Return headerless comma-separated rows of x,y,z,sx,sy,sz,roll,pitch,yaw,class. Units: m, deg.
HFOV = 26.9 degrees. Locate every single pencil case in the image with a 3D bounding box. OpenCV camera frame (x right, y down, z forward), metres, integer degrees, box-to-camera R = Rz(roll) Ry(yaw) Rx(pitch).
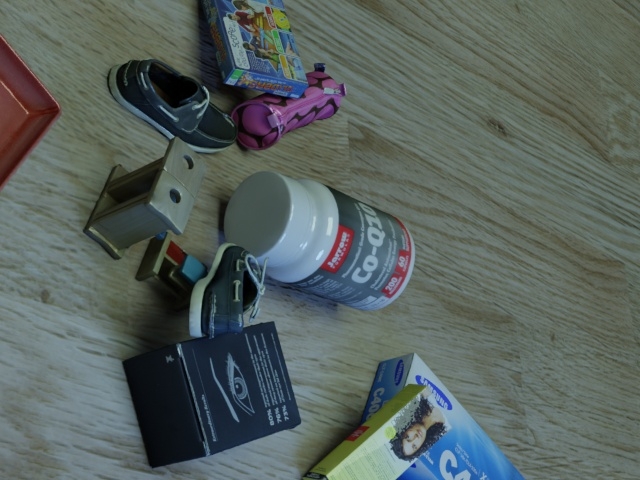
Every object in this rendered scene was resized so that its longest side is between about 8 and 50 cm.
-0.048,-0.208,2.107,0.209,0.098,0.095,-36,121,-51,pencil case

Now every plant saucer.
-0.460,-0.174,1.600,0.258,0.048,0.259,52,41,-24,plant saucer

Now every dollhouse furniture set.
-0.194,-0.021,1.805,0.184,0.129,0.129,45,43,-30,dollhouse furniture set

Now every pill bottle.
0.000,0.000,2.022,0.283,0.161,0.161,22,58,-46,pill bottle

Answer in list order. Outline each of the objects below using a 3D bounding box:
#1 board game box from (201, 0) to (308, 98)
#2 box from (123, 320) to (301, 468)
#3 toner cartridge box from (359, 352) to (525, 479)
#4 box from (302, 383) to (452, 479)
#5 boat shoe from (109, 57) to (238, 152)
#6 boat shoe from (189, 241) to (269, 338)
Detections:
-0.105,-0.315,2.061,0.136,0.035,0.201,9,49,-33,board game box
-0.142,0.204,1.789,0.207,0.108,0.153,-7,81,-53,box
0.205,0.360,2.198,0.348,0.075,0.165,49,40,-27,toner cartridge box
0.087,0.316,1.999,0.232,0.058,0.087,-39,107,-24,box
-0.196,-0.193,1.929,0.233,0.079,0.084,30,51,-44,boat shoe
-0.116,0.065,1.794,0.254,0.079,0.095,-62,158,-76,boat shoe
